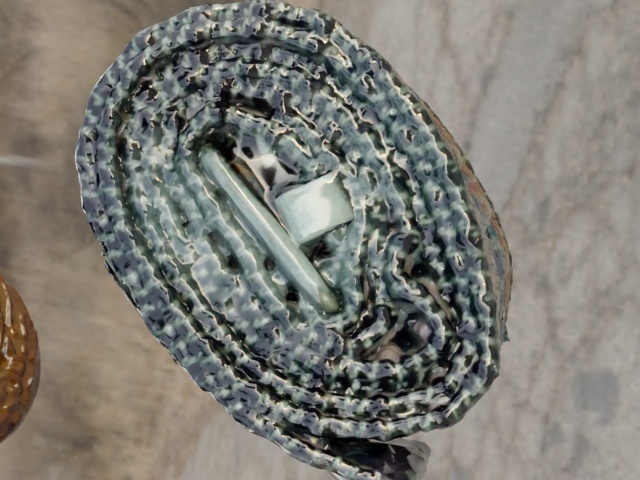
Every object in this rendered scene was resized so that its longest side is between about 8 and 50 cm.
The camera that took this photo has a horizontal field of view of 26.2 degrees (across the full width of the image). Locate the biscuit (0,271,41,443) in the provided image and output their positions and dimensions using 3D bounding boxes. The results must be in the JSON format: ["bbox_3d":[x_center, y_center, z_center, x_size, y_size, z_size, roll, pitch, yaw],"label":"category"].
[{"bbox_3d":[-0.282,0.069,0.977,0.027,0.187,0.188,-39,36,36],"label":"biscuit"}]

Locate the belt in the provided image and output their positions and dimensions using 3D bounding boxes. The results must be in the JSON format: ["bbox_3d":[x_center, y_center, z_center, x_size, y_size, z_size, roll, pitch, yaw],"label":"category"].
[{"bbox_3d":[0.000,0.000,0.814,0.207,0.295,0.160,-44,-8,4],"label":"belt"}]
